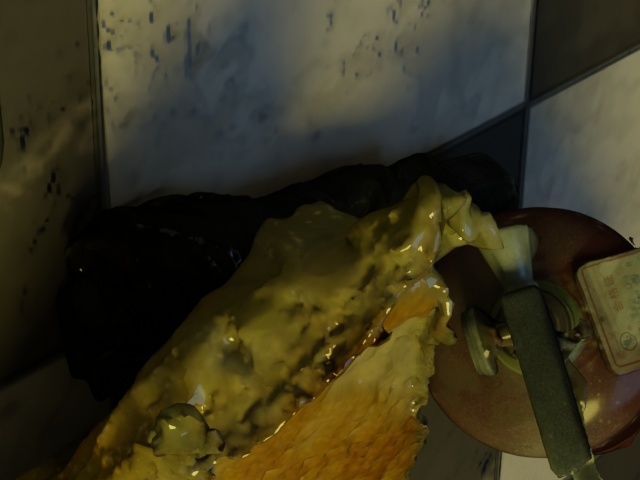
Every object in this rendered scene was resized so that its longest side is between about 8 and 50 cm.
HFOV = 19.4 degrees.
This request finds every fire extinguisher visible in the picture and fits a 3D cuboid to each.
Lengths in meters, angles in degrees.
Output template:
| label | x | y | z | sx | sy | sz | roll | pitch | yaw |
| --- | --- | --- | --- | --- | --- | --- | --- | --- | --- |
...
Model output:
| label | x | y | z | sx | sy | sz | roll | pitch | yaw |
| --- | --- | --- | --- | --- | --- | --- | --- | --- | --- |
| fire extinguisher | 0.094 | 0.045 | 0.738 | 0.105 | 0.105 | 0.269 | -63 | 168 | -1 |

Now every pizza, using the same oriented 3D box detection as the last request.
| label | x | y | z | sx | sy | sz | roll | pitch | yaw |
| --- | --- | --- | --- | --- | --- | --- | --- | --- | --- |
| pizza | -0.028 | 0.069 | 0.634 | 0.280 | 0.075 | 0.287 | -14 | 148 | -49 |

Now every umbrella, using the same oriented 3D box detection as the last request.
| label | x | y | z | sx | sy | sz | roll | pitch | yaw |
| --- | --- | --- | --- | --- | --- | --- | --- | --- | --- |
| umbrella | 0.000 | 0.000 | 0.711 | 0.236 | 0.059 | 0.066 | -16 | 147 | -45 |

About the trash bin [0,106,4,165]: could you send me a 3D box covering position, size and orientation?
| label | x | y | z | sx | sy | sz | roll | pitch | yaw |
| --- | --- | --- | --- | --- | --- | --- | --- | --- | --- |
| trash bin | -0.175 | -0.088 | 0.386 | 0.243 | 0.121 | 0.247 | -34 | 138 | -35 |
